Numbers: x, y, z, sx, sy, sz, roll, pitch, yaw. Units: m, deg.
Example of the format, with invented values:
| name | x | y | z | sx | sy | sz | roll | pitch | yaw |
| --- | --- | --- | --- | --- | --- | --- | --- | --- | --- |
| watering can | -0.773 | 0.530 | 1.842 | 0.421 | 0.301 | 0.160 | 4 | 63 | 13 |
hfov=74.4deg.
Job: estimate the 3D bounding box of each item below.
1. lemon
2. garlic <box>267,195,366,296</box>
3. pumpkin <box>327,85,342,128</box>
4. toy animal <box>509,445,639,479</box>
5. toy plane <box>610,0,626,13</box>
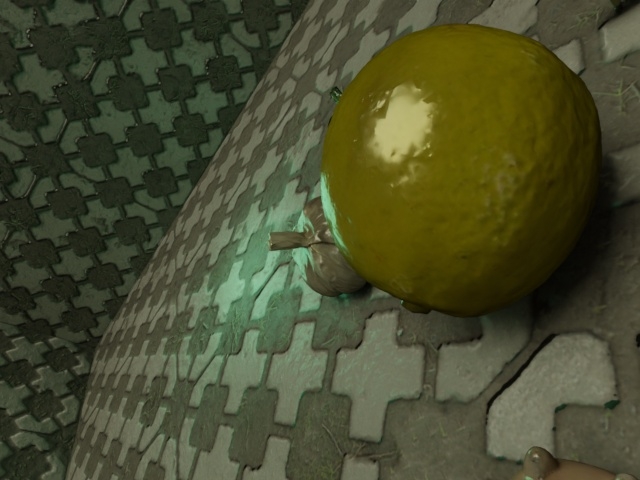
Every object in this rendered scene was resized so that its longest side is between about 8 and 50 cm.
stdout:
| name | x | y | z | sx | sy | sz | roll | pitch | yaw |
| --- | --- | --- | --- | --- | --- | --- | --- | --- | --- |
| lemon | 0.158 | -0.080 | 0.523 | 0.348 | 0.347 | 0.348 | -37 | 38 | 36 |
| garlic | 0.000 | 0.000 | 0.796 | 0.218 | 0.212 | 0.219 | -12 | 75 | 50 |
| pumpkin | 0.099 | -0.282 | 0.965 | 0.194 | 0.149 | 0.194 | -8 | 81 | 58 |
| toy animal | 0.191 | 0.303 | 0.324 | 0.166 | 0.154 | 0.250 | -2 | 46 | 45 |
| toy plane | 0.461 | -0.409 | 0.544 | 0.256 | 0.104 | 0.242 | -41 | 38 | 32 |
